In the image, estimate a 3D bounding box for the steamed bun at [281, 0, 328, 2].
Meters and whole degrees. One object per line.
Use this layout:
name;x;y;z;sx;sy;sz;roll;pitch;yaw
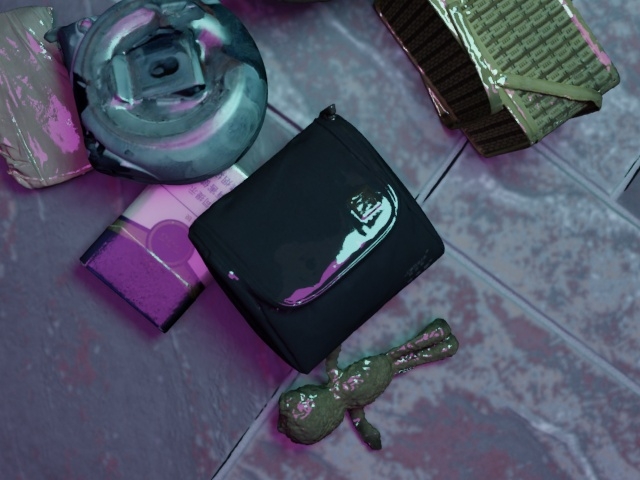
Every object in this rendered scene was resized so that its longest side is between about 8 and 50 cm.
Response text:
steamed bun;0.030;-0.461;0.993;0.241;0.374;0.374;38;89;-9

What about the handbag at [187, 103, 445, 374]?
handbag;0.002;0.002;1.078;0.302;0.178;0.275;-39;125;-7

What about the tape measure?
tape measure;-0.209;-0.203;1.045;0.275;0.147;0.256;-16;81;-1

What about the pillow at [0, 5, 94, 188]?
pillow;-0.411;-0.208;1.114;0.173;0.067;0.270;-28;96;-9

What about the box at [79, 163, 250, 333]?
box;-0.205;-0.012;1.146;0.168;0.071;0.259;41;87;-8

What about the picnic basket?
picnic basket;0.234;-0.275;1.097;0.175;0.228;0.312;-37;96;-4

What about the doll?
doll;0.065;0.208;1.185;0.286;0.091;0.203;-49;131;10
